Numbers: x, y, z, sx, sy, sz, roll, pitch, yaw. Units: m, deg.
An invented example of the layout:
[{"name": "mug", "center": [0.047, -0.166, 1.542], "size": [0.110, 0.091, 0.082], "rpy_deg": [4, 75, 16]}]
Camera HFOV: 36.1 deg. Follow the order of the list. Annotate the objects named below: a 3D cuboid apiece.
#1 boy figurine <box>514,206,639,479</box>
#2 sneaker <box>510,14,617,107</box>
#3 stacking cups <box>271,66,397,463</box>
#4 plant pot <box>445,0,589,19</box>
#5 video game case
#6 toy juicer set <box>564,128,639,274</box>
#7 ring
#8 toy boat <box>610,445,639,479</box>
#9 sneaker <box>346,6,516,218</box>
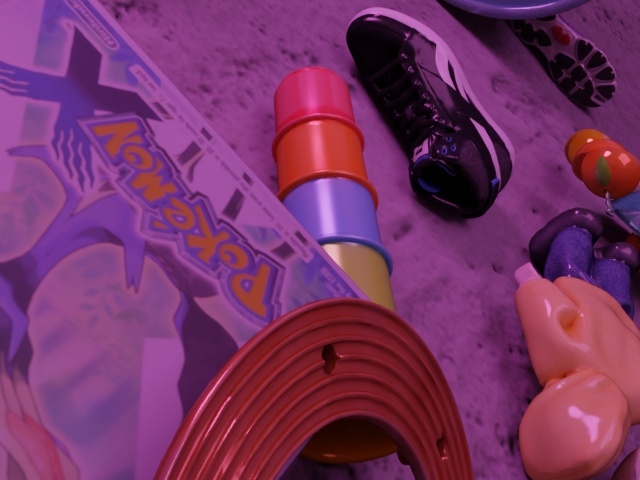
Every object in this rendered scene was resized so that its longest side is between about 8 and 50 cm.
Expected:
[{"name": "boy figurine", "center": [0.235, 0.100, 0.856], "size": [0.177, 0.092, 0.285], "rpy_deg": [37, 40, -17]}, {"name": "sneaker", "center": [0.316, -0.246, 1.248], "size": [0.170, 0.068, 0.071], "rpy_deg": [52, 32, 4]}, {"name": "stacking cups", "center": [0.000, 0.000, 0.718], "size": [0.096, 0.096, 0.316], "rpy_deg": [20, 42, -33]}, {"name": "plant pot", "center": [0.260, -0.480, 1.198], "size": [0.341, 0.341, 0.334], "rpy_deg": [44, 31, -7]}, {"name": "video game case", "center": [-0.139, 0.004, 0.478], "size": [0.329, 0.036, 0.300], "rpy_deg": [48, 39, -2]}, {"name": "toy juicer set", "center": [0.344, -0.027, 1.086], "size": [0.209, 0.089, 0.329], "rpy_deg": [47, 14, 16]}, {"name": "ring", "center": [0.002, 0.196, 0.477], "size": [0.337, 0.032, 0.336], "rpy_deg": [9, 80, -58]}, {"name": "toy boat", "center": [0.269, 0.256, 0.711], "size": [0.318, 0.148, 0.267], "rpy_deg": [21, 46, -33]}, {"name": "sneaker", "center": [0.094, -0.115, 0.903], "size": [0.217, 0.079, 0.121], "rpy_deg": [46, 36, -7]}]
